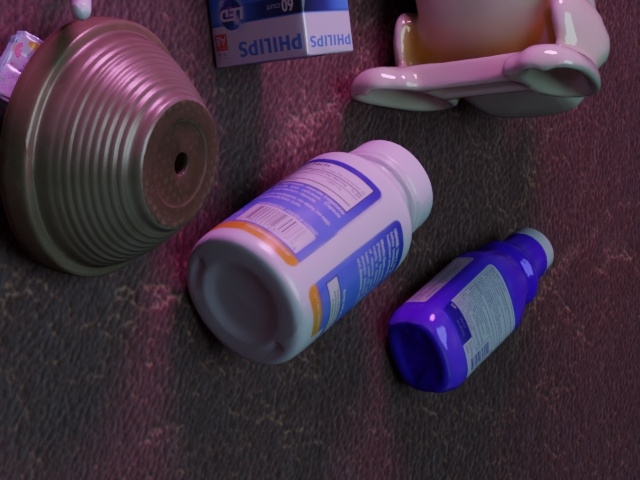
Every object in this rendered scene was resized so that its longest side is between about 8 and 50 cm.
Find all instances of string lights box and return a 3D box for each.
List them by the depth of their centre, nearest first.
[{"bbox_3d":[-0.052,-0.313,1.368,0.076,0.133,0.260,-14,99,-48],"label":"string lights box"}]

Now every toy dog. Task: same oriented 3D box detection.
[{"bbox_3d":[0.231,-0.363,1.584,0.395,0.284,0.408,4,85,-49],"label":"toy dog"}]

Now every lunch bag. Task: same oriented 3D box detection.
[{"bbox_3d":[-0.259,-0.137,1.194,0.083,0.053,0.071,46,58,-50],"label":"lunch bag"}]

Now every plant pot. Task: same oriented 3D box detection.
[{"bbox_3d":[-0.168,-0.078,1.206,0.237,0.109,0.237,-29,124,-55],"label":"plant pot"}]

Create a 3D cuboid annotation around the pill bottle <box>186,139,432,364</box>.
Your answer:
[{"bbox_3d":[0.000,0.000,1.408,0.272,0.152,0.152,-38,116,-43],"label":"pill bottle"}]

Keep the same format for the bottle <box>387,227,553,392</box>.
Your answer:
[{"bbox_3d":[0.195,0.075,1.669,0.283,0.092,0.118,-39,118,-42],"label":"bottle"}]

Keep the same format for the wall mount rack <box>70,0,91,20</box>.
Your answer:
[{"bbox_3d":[-0.227,-0.365,1.176,0.350,0.130,0.304,53,53,-32],"label":"wall mount rack"}]
